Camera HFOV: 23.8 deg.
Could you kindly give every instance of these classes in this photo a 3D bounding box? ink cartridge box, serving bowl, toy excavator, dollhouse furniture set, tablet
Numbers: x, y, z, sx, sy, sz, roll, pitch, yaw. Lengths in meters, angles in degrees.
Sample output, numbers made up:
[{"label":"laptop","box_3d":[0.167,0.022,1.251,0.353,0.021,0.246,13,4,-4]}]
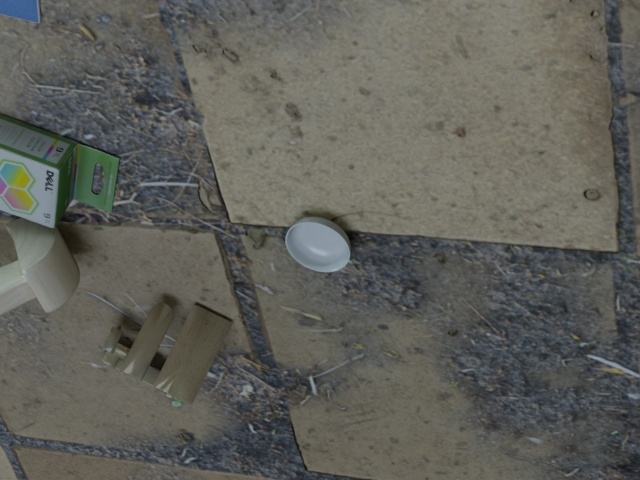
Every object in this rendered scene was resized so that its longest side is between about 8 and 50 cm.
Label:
[{"label":"ink cartridge box","box_3d":[-0.366,-0.085,1.916,0.209,0.062,0.109,20,136,3]},{"label":"serving bowl","box_3d":[0.000,0.000,1.869,0.083,0.027,0.083,12,136,11]},{"label":"toy excavator","box_3d":[-0.592,0.094,2.048,0.445,0.433,0.222,24,146,43]},{"label":"dollhouse furniture set","box_3d":[-0.217,0.140,2.103,0.144,0.123,0.151,27,172,-3]},{"label":"tablet","box_3d":[-0.364,-0.282,1.762,0.083,0.006,0.054,14,136,9]}]
